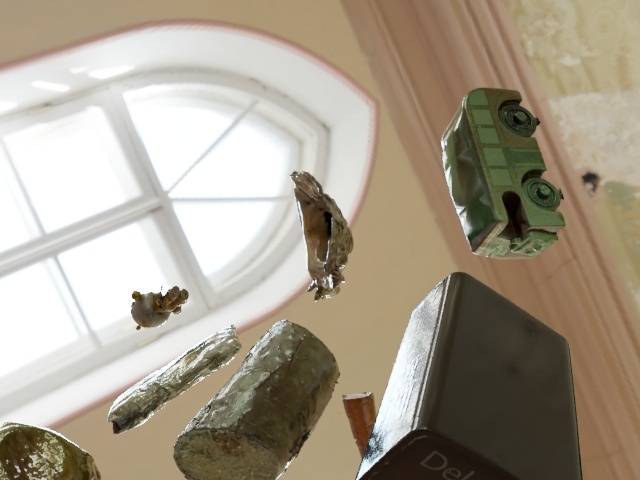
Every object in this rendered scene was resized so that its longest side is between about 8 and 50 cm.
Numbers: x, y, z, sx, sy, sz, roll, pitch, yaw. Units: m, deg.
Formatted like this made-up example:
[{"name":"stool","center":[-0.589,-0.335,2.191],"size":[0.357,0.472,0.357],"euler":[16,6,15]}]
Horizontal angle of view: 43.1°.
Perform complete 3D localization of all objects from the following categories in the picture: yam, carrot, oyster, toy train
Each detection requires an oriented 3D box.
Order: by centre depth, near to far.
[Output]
[{"name":"yam","center":[-0.073,0.228,1.110],"size":[0.154,0.254,0.154],"euler":[20,-48,24]},{"name":"toy train","center":[0.302,-0.121,1.386],"size":[0.129,0.159,0.326],"euler":[118,-33,-56]},{"name":"oyster","center":[0.011,-0.003,1.472],"size":[0.271,0.100,0.275],"euler":[-103,-176,-79]},{"name":"carrot","center":[0.101,0.430,1.767],"size":[0.072,0.072,0.205],"euler":[-3,-79,61]}]

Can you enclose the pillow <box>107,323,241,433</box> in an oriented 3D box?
[{"name":"pillow","center":[-0.221,0.210,1.254],"size":[0.050,0.230,0.148],"euler":[61,-8,-13]}]

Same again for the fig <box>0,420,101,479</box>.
[{"name":"fig","center":[-0.349,0.298,0.985],"size":[0.165,0.144,0.154],"euler":[52,-32,-2]}]

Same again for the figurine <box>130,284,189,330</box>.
[{"name":"figurine","center":[-0.301,0.125,1.533],"size":[0.101,0.143,0.068],"euler":[49,36,-52]}]

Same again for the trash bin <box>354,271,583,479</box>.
[{"name":"trash bin","center":[0.144,0.153,0.729],"size":[0.165,0.225,0.115],"euler":[32,-52,-6]}]
